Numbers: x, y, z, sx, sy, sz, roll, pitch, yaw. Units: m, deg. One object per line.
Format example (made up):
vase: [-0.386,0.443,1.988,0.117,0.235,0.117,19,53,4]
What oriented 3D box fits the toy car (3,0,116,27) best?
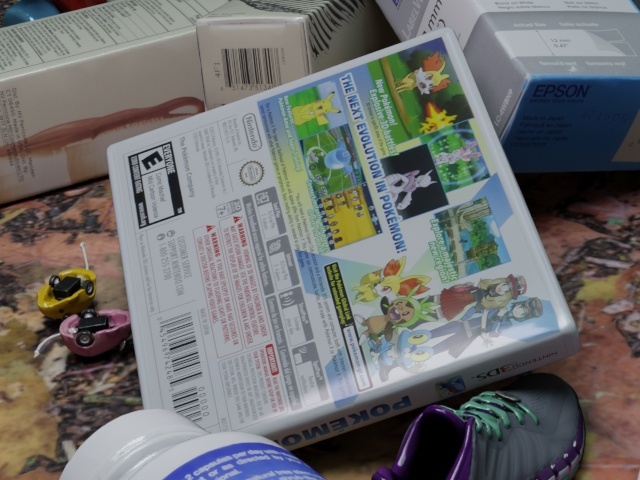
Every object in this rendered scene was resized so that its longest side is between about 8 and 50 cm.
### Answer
toy car: [-0.211,-0.301,1.733,0.238,0.210,0.219,27,52,27]

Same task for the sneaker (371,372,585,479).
sneaker: [0.105,0.129,0.969,0.083,0.098,0.223,12,34,30]

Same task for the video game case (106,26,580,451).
video game case: [0.000,0.000,1.129,0.300,0.036,0.329,-19,47,4]

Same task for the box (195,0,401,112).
box: [-0.013,-0.199,1.459,0.113,0.094,0.275,2,22,19]

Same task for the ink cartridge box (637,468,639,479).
ink cartridge box: [0.273,0.170,0.895,0.175,0.069,0.371,5,28,19]

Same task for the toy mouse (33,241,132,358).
toy mouse: [-0.161,0.057,1.225,0.143,0.031,0.161,4,31,19]

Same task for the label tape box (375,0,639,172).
label tape box: [0.201,-0.212,1.391,0.249,0.115,0.348,-3,46,-25]

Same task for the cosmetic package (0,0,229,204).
cosmetic package: [-0.223,-0.148,1.510,0.296,0.129,0.153,-17,29,-16]

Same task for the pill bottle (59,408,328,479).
pill bottle: [-0.033,0.196,0.823,0.152,0.152,0.272,-24,33,-28]
